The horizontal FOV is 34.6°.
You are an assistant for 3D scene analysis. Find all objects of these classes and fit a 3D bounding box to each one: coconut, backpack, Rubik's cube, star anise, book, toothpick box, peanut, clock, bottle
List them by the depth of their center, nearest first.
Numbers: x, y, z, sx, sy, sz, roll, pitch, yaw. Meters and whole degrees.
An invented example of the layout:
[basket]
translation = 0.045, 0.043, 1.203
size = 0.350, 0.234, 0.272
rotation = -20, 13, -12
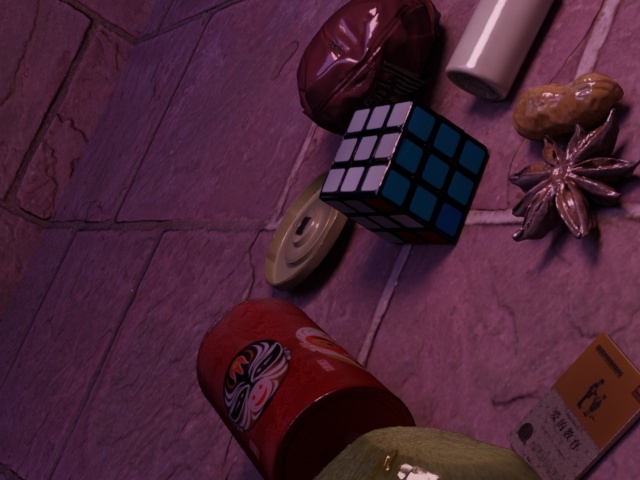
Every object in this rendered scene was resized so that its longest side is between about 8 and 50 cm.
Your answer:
[coconut]
translation = 0.104, 0.356, 1.021
size = 0.328, 0.281, 0.329
rotation = -1, 88, 33
[book]
translation = 0.287, 0.197, 1.143
size = 0.172, 0.012, 0.118
rotation = -52, 31, 15
[star anise]
translation = 0.319, -0.071, 1.288
size = 0.182, 0.065, 0.195
rotation = -31, 36, 35
[peanut]
translation = 0.321, -0.178, 1.361
size = 0.174, 0.080, 0.080
rotation = -15, 52, 53
[toothpick box]
translation = -0.030, 0.226, 1.425
size = 0.204, 0.204, 0.333
rotation = -58, 28, 3
[Rubik's cube]
translation = 0.122, -0.098, 1.520
size = 0.163, 0.162, 0.161
rotation = 1, 66, 57
[bottle]
translation = 0.283, -0.338, 1.544
size = 0.104, 0.104, 0.245
rotation = 16, 78, 61
[backpack]
translation = 0.079, -0.290, 1.686
size = 0.283, 0.197, 0.317
rotation = -49, 7, 15
[clock]
translation = -0.022, -0.020, 1.776
size = 0.235, 0.029, 0.235
rotation = -47, 22, 26
